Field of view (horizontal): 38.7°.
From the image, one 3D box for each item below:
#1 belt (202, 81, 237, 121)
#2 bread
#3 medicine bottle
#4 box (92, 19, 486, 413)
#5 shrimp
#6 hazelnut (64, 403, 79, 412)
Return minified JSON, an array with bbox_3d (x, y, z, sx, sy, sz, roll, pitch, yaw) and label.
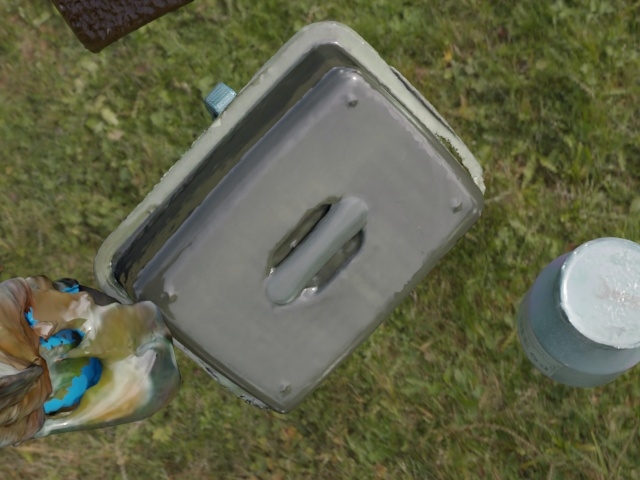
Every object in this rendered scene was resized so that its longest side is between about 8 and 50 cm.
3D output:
[{"bbox_3d":[-0.147,-0.205,1.501,0.065,0.179,0.100,-42,97,-2],"label":"belt"},{"bbox_3d":[-0.188,-0.385,1.175,0.417,0.165,0.113,-15,24,33],"label":"bread"},{"bbox_3d":[0.506,0.131,1.673,0.245,0.290,0.245,0,72,1],"label":"medicine bottle"},{"bbox_3d":[-0.020,-0.015,0.753,0.290,0.220,0.166,-47,21,3],"label":"box"},{"bbox_3d":[-0.207,0.065,0.434,0.221,0.446,0.109,-7,87,22],"label":"shrimp"},{"bbox_3d":[-0.562,0.276,1.941,0.178,0.204,0.178,-2,42,1],"label":"hazelnut"}]
